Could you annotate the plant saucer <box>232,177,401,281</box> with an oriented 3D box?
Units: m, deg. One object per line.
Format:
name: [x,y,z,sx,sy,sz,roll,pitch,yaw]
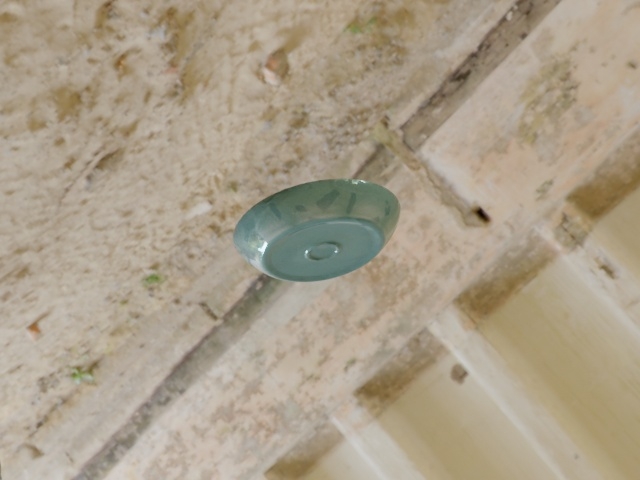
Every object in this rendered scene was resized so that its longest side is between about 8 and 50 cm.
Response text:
plant saucer: [0.000,0.000,0.515,0.119,0.021,0.119,-10,151,-6]
